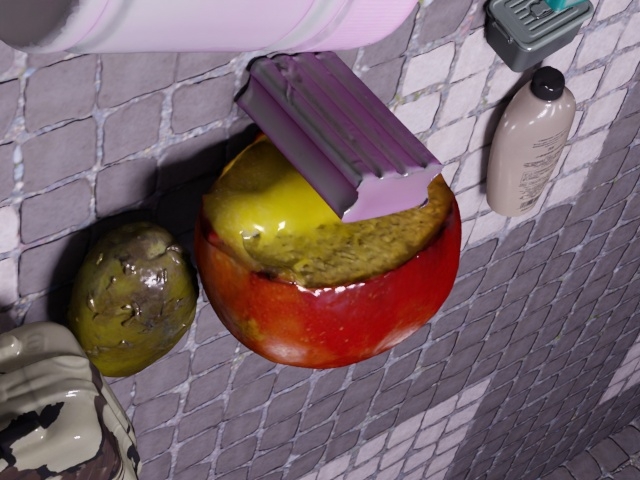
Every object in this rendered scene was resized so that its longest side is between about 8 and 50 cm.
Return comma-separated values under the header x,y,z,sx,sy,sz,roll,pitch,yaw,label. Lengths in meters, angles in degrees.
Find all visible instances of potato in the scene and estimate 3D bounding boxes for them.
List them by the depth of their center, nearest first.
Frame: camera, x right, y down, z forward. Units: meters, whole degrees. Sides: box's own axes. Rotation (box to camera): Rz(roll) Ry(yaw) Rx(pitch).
x,y,z,sx,sy,sz,roll,pitch,yaw,label
-0.206,0.075,1.491,0.149,0.113,0.251,-19,147,-28,potato

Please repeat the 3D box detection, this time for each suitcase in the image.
x,y,z,sx,sy,sz,roll,pitch,yaw,label
-0.372,0.255,1.449,0.352,0.194,0.339,-22,148,-4,suitcase

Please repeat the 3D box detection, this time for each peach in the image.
x,y,z,sx,sy,sz,roll,pitch,yaw,label
0.000,0.000,1.474,0.281,0.281,0.338,-47,153,13,peach

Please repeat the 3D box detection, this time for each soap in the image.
x,y,z,sx,sy,sz,roll,pitch,yaw,label
0.018,-0.111,1.398,0.122,0.203,0.065,-12,139,-40,soap

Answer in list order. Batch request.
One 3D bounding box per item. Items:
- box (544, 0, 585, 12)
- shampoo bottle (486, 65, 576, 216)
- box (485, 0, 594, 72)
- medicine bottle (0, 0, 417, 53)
x,y,z,sx,sy,sz,roll,pitch,yaw,label
0.347,-0.373,1.545,0.245,0.092,0.153,-24,148,-30,box
0.284,-0.136,1.833,0.127,0.078,0.257,-22,151,-22,shampoo bottle
0.257,-0.260,1.616,0.122,0.084,0.069,-30,161,-17,box
-0.089,-0.241,1.016,0.316,0.202,0.202,-7,138,-42,medicine bottle
